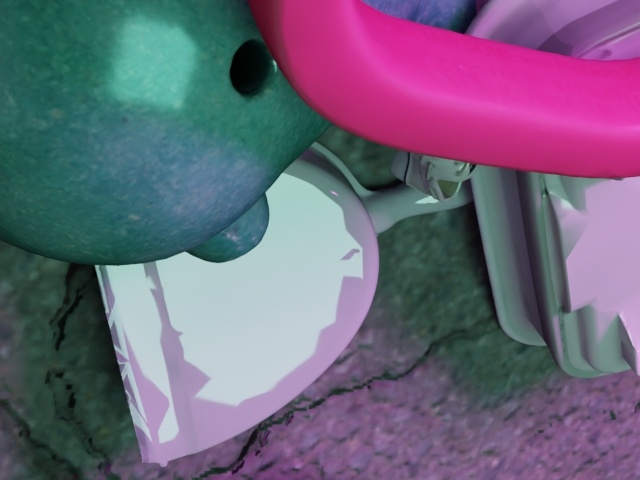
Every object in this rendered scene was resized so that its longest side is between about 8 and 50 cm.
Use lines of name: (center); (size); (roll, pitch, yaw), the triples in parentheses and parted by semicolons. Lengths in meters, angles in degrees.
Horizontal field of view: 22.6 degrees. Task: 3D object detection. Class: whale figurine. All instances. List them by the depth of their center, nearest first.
whale figurine: (-0.026, -0.087, 0.591); (0.272, 0.141, 0.216); (-16, 116, -35)

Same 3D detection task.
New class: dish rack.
dish rack: (0.234, -0.060, 0.741); (0.333, 0.072, 0.285); (-24, 144, -4)

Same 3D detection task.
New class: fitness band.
fitness band: (0.107, -0.104, 0.507); (0.291, 0.054, 0.209); (7, 140, -41)

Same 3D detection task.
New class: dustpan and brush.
dustpan and brush: (0.000, 0.000, 0.723); (0.211, 0.060, 0.147); (-16, 111, -15)

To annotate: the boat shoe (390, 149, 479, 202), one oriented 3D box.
boat shoe: (0.052, -0.041, 0.667); (0.035, 0.035, 0.100); (-49, 169, -18)
